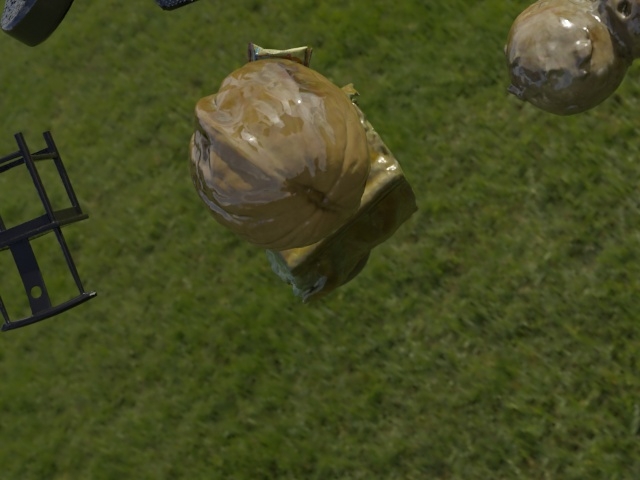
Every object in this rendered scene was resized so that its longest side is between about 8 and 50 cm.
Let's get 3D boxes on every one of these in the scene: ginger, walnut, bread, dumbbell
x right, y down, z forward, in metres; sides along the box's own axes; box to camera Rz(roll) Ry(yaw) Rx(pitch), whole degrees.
[{"bbox_3d":[0.380,-0.281,1.475,0.304,0.155,0.244,-33,3,33],"label":"ginger"},{"bbox_3d":[-0.055,-0.107,1.440,0.225,0.225,0.261,-53,44,6],"label":"walnut"},{"bbox_3d":[0.008,-0.062,1.739,0.252,0.238,0.196,-34,-1,-5],"label":"bread"},{"bbox_3d":[-0.309,-0.257,1.031,0.100,0.191,0.100,-41,33,34],"label":"dumbbell"}]

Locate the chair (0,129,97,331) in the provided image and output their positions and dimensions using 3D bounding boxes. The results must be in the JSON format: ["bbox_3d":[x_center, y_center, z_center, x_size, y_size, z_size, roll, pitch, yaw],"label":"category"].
[{"bbox_3d":[-0.429,-0.016,1.738,0.154,0.260,0.141,-21,4,10],"label":"chair"}]

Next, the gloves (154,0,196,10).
[{"bbox_3d":[-0.205,-0.425,1.668,0.129,0.180,0.106,-14,13,24],"label":"gloves"}]

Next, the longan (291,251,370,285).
[{"bbox_3d":[0.000,0.000,1.941,0.189,0.189,0.189,-33,39,32],"label":"longan"}]

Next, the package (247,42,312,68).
[{"bbox_3d":[-0.078,-0.312,2.201,0.031,0.121,0.108,-94,8,-65],"label":"package"}]
